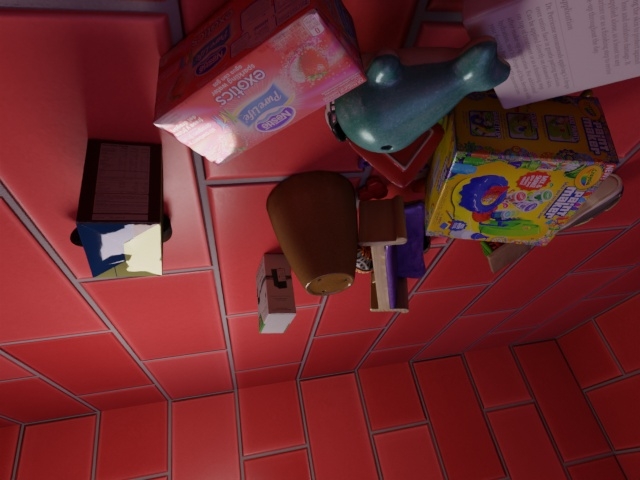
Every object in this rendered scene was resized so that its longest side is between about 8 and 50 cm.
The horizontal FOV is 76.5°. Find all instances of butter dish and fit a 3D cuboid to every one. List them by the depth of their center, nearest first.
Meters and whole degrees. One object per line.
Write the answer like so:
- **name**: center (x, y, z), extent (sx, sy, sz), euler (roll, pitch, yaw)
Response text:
- **butter dish**: center (0.144, -0.207, 0.845), extent (0.160, 0.159, 0.118), euler (38, 174, -8)

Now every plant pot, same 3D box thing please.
- **plant pot**: center (0.000, 0.000, 1.013), extent (0.238, 0.254, 0.237), euler (-10, 149, -6)

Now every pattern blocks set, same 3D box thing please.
- **pattern blocks set**: center (0.249, -0.206, 0.987), extent (0.326, 0.026, 0.285), euler (-11, 149, -3)

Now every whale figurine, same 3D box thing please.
- **whale figurine**: center (0.150, -0.223, 0.648), extent (0.272, 0.141, 0.216), euler (-4, 170, 37)

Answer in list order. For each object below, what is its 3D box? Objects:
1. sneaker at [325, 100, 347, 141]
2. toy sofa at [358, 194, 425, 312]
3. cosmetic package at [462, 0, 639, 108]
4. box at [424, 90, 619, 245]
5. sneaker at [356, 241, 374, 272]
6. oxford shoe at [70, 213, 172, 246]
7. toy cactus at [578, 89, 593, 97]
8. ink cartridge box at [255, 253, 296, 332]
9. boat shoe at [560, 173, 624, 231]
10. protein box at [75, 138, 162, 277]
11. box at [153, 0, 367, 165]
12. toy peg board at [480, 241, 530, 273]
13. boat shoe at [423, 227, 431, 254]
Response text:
- **sneaker**: center (0.041, -0.263, 0.772), extent (0.072, 0.077, 0.178), euler (-16, 148, 4)
- **toy sofa**: center (0.212, 0.052, 1.137), extent (0.177, 0.150, 0.362), euler (-3, 140, 11)
- **cosmetic package**: center (0.451, -0.356, 0.534), extent (0.454, 0.161, 0.230), euler (-4, 159, 37)
- **box**: center (0.391, -0.145, 0.870), extent (0.280, 0.176, 0.289), euler (5, 149, 5)
- **sneaker**: center (0.115, 0.044, 1.292), extent (0.215, 0.084, 0.083), euler (11, 135, -33)
- **oxford shoe**: center (-0.482, -0.005, 0.996), extent (0.228, 0.082, 0.096), euler (-3, 152, -13)
- **toy cactus**: center (0.462, -0.285, 0.883), extent (0.181, 0.112, 0.219), euler (8, 153, -14)
- **ink cartridge box**: center (-0.144, 0.165, 1.271), extent (0.087, 0.208, 0.153), euler (3, 145, -19)
- **boat shoe**: center (0.800, -0.092, 1.293), extent (0.305, 0.109, 0.091), euler (-35, 138, 26)
- **protein box**: center (-0.392, -0.059, 0.822), extent (0.136, 0.201, 0.199), euler (0, 146, -20)
- **box**: center (-0.099, -0.263, 0.624), extent (0.300, 0.153, 0.142), euler (-23, 148, 26)
- **toy peg board**: center (0.666, 0.022, 1.477), extent (0.161, 0.079, 0.161), euler (-37, 145, 8)
- **boat shoe**: center (0.299, 0.002, 1.273), extent (0.095, 0.095, 0.257), euler (-22, 148, 15)
